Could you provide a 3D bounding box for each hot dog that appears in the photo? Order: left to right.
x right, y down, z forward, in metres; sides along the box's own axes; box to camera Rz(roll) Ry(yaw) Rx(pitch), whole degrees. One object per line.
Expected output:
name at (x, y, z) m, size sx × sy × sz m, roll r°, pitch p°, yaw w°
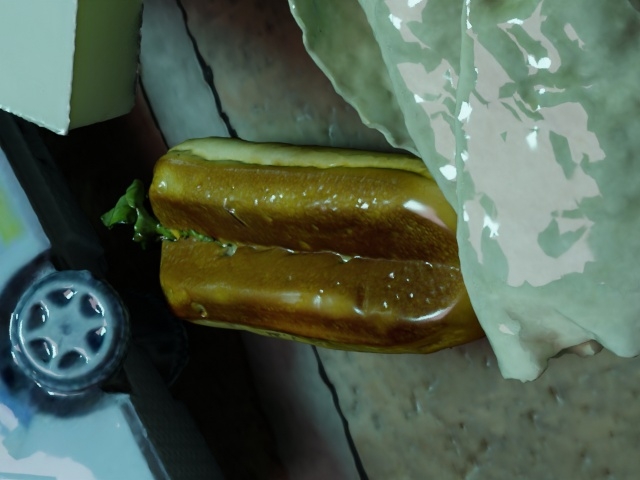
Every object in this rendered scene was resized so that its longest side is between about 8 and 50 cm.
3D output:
hot dog at (0.000, 0.000, 0.623) m, size 0.188 × 0.055 × 0.072 m, roll 8°, pitch 106°, yaw 44°

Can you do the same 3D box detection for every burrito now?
burrito at (0.016, -0.144, 0.528) m, size 0.117 × 0.076 × 0.392 m, roll -27°, pitch 84°, yaw 20°

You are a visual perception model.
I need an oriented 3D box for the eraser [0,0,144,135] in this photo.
eraser at (-0.115, -0.165, 0.565) m, size 0.157 × 0.038 × 0.230 m, roll 25°, pitch 120°, yaw 34°

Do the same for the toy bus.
toy bus at (-0.162, -0.009, 0.709) m, size 0.136 × 0.109 × 0.329 m, roll -30°, pitch 79°, yaw 5°
